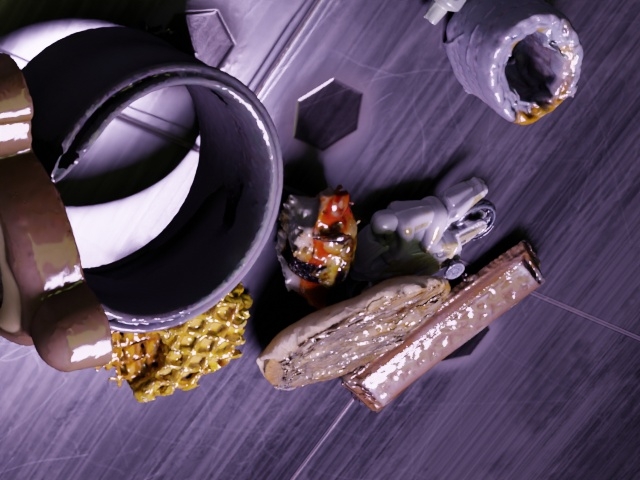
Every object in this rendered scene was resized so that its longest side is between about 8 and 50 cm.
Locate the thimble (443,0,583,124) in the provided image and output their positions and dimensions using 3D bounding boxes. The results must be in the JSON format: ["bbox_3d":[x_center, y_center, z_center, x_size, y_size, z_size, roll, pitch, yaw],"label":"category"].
[{"bbox_3d":[0.225,-0.222,1.472,0.127,0.118,0.151,-29,132,-8],"label":"thimble"}]

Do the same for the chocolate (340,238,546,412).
[{"bbox_3d":[0.173,0.124,1.745,0.329,0.065,0.102,-38,135,3],"label":"chocolate"}]

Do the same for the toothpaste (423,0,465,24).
[{"bbox_3d":[0.188,-0.337,1.418,0.218,0.041,0.064,-53,143,11],"label":"toothpaste"}]

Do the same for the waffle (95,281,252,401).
[{"bbox_3d":[-0.180,0.109,1.519,0.197,0.070,0.193,-40,135,2],"label":"waffle"}]

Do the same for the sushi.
[{"bbox_3d":[-0.004,-0.002,1.509,0.103,0.097,0.226,14,144,0],"label":"sushi"}]

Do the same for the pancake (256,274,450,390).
[{"bbox_3d":[0.045,0.116,1.595,0.282,0.049,0.282,-22,160,-8],"label":"pancake"}]

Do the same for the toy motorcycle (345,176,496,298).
[{"bbox_3d":[0.118,-0.004,1.609,0.228,0.074,0.151,-31,140,6],"label":"toy motorcycle"}]

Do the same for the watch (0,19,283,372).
[{"bbox_3d":[-0.208,-0.077,1.250,0.327,0.314,0.335,-24,123,-30],"label":"watch"}]
